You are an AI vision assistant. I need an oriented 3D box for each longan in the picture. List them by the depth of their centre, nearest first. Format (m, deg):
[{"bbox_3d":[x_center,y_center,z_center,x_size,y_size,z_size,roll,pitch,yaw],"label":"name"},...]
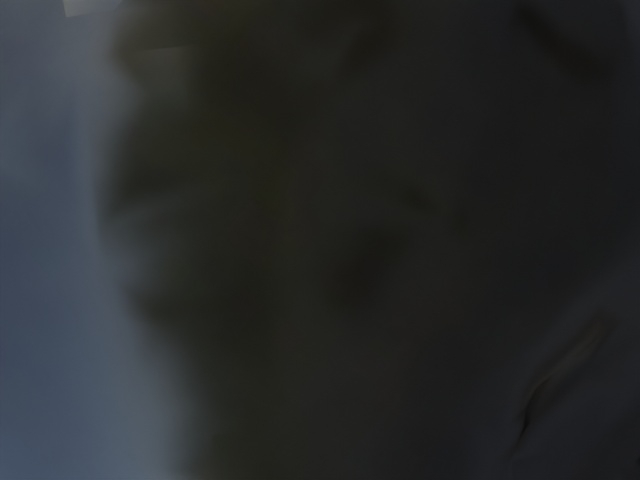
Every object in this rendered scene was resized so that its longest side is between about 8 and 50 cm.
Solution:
[{"bbox_3d":[0.007,-0.007,0.821,0.404,0.404,0.436,-37,-66,-57],"label":"longan"}]
